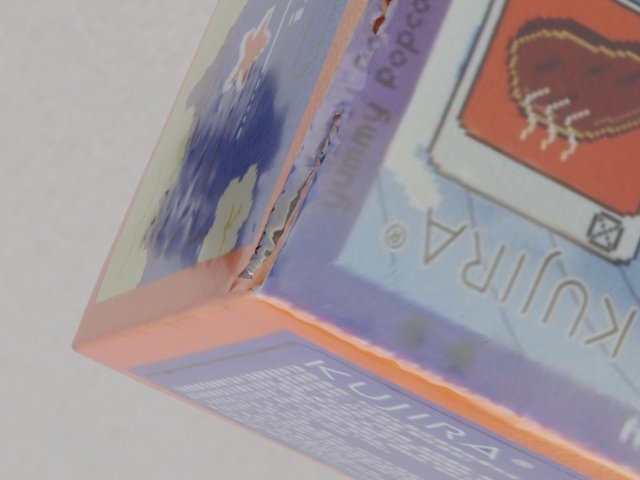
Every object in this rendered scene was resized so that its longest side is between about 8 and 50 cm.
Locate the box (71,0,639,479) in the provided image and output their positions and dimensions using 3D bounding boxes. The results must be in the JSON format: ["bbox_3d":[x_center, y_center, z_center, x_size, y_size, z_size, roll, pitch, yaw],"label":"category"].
[{"bbox_3d":[0.138,-0.035,0.783,0.349,0.318,0.257,27,165,-16],"label":"box"}]
